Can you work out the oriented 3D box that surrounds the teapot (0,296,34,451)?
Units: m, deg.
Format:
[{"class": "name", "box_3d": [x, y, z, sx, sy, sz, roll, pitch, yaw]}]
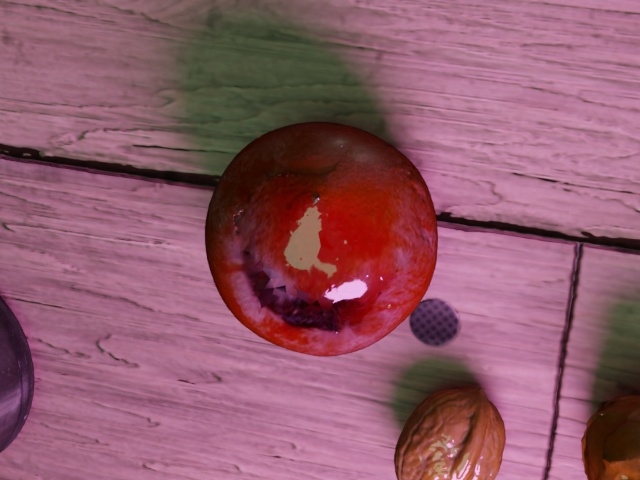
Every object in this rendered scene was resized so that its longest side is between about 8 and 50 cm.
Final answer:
[{"class": "teapot", "box_3d": [-0.461, 0.122, 1.191, 0.239, 0.239, 0.322, -34, 93, 19]}]

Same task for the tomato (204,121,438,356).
[{"class": "tomato", "box_3d": [0.000, 0.000, 1.063, 0.208, 0.184, 0.208, 4, 105, 15]}]

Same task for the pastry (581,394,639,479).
[{"class": "pastry", "box_3d": [0.335, 0.266, 1.023, 0.162, 0.255, 0.311, -20, 100, 2]}]

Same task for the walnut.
[{"class": "walnut", "box_3d": [0.122, 0.193, 1.133, 0.105, 0.105, 0.124, 31, 95, 5]}]
